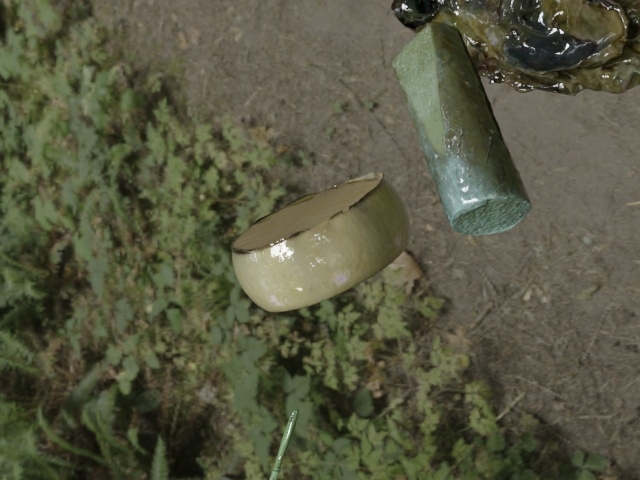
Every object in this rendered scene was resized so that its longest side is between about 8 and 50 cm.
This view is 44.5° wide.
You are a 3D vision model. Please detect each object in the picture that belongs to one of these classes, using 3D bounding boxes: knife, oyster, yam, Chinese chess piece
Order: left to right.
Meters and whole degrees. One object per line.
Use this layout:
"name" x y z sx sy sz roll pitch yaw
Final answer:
"knife" -0.071 0.381 1.320 0.030 0.014 0.207 -140 68 -75
"Chinese chess piece" 0.000 0.000 1.099 0.257 0.257 0.104 -15 107 43
"yam" 0.109 -0.089 0.623 0.068 0.068 0.169 -34 66 39
"oyster" 0.235 -0.249 0.852 0.361 0.096 0.221 48 120 28
